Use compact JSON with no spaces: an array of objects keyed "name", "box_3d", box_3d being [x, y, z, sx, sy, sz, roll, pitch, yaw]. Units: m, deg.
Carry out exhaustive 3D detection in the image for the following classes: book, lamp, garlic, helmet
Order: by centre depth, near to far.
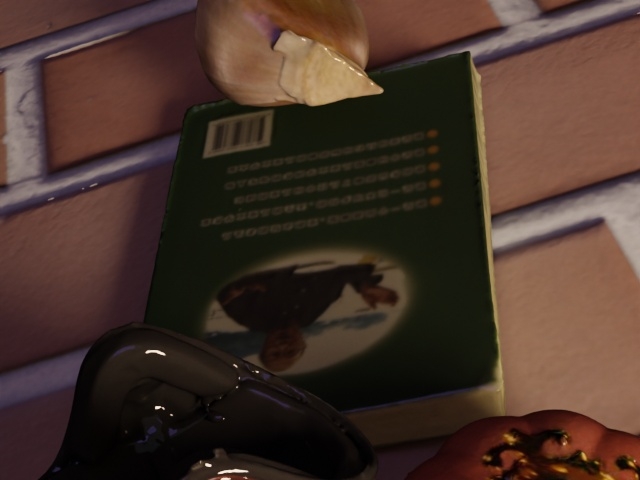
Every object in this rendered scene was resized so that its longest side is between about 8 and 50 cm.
[{"name":"lamp","box_3d":[0.117,0.165,0.612,0.182,0.140,0.182,0,45,0]},{"name":"helmet","box_3d":[-0.070,0.157,0.646,0.216,0.193,0.189,-23,28,-15]},{"name":"book","box_3d":[0.000,0.000,0.898,0.260,0.043,0.371,-10,42,13]},{"name":"garlic","box_3d":[-0.029,-0.195,1.045,0.128,0.148,0.266,-43,20,34]}]
